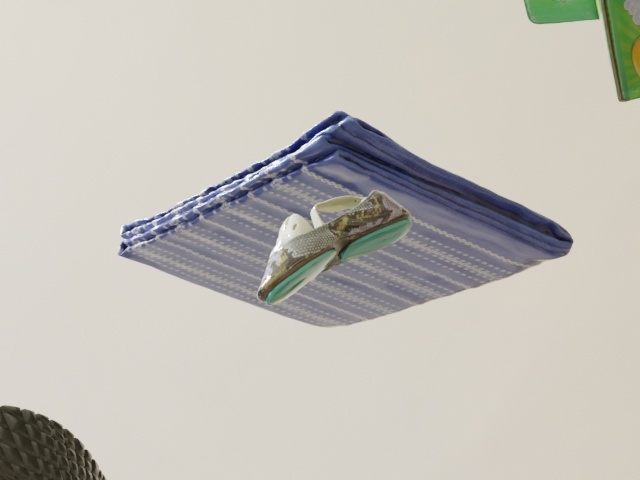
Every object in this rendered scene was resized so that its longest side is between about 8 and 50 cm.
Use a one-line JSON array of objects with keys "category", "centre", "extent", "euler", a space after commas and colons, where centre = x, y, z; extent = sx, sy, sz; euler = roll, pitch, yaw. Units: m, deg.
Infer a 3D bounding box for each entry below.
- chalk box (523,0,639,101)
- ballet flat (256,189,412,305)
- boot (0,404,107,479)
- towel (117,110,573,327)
[{"category": "chalk box", "centre": [0.236, -0.186, 0.970], "extent": [0.213, 0.132, 0.132], "euler": [-12, -54, 11]}, {"category": "ballet flat", "centre": [0.000, 0.000, 0.819], "extent": [0.041, 0.114, 0.041], "euler": [27, -51, 38]}, {"category": "boot", "centre": [-0.210, 0.216, 1.037], "extent": [0.246, 0.161, 0.083], "euler": [46, 16, -49]}, {"category": "towel", "centre": [0.011, -0.003, 1.216], "extent": [0.243, 0.040, 0.336], "euler": [23, -25, -29]}]
